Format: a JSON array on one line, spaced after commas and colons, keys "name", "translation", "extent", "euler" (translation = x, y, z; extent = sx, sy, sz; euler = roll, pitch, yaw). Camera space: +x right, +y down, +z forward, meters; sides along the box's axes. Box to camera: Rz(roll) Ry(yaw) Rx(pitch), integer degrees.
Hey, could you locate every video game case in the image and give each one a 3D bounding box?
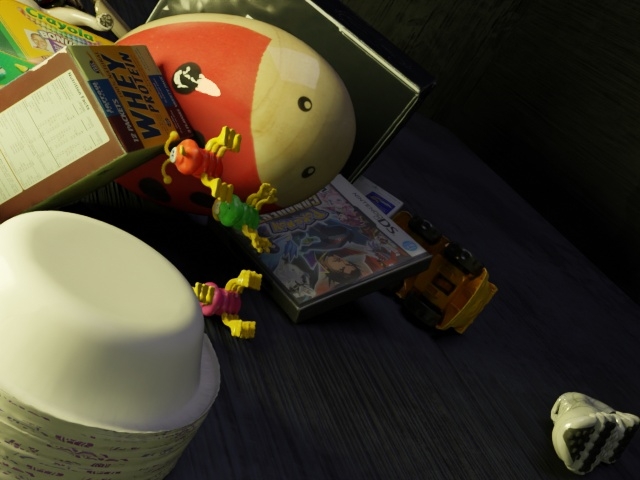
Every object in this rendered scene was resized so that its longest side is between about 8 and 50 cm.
[{"name": "video game case", "translation": [0.000, 0.000, 1.295], "extent": [0.275, 0.035, 0.248], "euler": [-19, 49, -34]}]

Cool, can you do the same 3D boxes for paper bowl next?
[{"name": "paper bowl", "translation": [-0.221, 0.082, 0.728], "extent": [0.284, 0.148, 0.284], "euler": [30, 18, -11]}]

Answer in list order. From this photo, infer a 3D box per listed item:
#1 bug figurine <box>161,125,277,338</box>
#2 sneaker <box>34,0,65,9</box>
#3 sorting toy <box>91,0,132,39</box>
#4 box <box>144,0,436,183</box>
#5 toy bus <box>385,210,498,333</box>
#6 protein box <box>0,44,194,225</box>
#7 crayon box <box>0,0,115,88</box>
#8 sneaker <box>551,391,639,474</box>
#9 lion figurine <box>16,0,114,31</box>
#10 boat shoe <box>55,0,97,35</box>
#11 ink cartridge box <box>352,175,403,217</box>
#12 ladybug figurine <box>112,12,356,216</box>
[{"name": "bug figurine", "translation": [-0.138, 0.010, 0.999], "extent": [0.072, 0.278, 0.216], "euler": [3, -13, 25]}, {"name": "sneaker", "translation": [-0.596, -0.492, 1.637], "extent": [0.162, 0.063, 0.073], "euler": [-18, 58, -20]}, {"name": "sorting toy", "translation": [-0.470, -0.489, 1.782], "extent": [0.307, 0.041, 0.229], "euler": [49, 2, -30]}, {"name": "box", "translation": [-0.043, -0.353, 1.643], "extent": [0.480, 0.297, 0.472], "euler": [39, 19, 1]}, {"name": "toy bus", "translation": [0.221, 0.069, 1.516], "extent": [0.220, 0.149, 0.211], "euler": [41, 7, 30]}, {"name": "protein box", "translation": [-0.304, -0.134, 0.994], "extent": [0.135, 0.201, 0.200], "euler": [62, 18, -6]}, {"name": "crayon box", "translation": [-0.453, -0.301, 1.374], "extent": [0.279, 0.081, 0.165], "euler": [18, 38, -38]}, {"name": "sneaker", "translation": [0.419, 0.300, 1.303], "extent": [0.118, 0.110, 0.292], "euler": [35, 9, 33]}, {"name": "lion figurine", "translation": [-0.581, -0.444, 1.528], "extent": [0.392, 0.142, 0.240], "euler": [38, -17, -32]}, {"name": "boat shoe", "translation": [-0.545, -0.500, 1.765], "extent": [0.112, 0.095, 0.335], "euler": [17, 24, -40]}, {"name": "ink cartridge box", "translation": [0.073, -0.077, 1.747], "extent": [0.165, 0.065, 0.333], "euler": [35, 17, 7]}, {"name": "ladybug figurine", "translation": [-0.177, -0.164, 1.161], "extent": [0.450, 0.304, 0.162], "euler": [3, 26, 24]}]
